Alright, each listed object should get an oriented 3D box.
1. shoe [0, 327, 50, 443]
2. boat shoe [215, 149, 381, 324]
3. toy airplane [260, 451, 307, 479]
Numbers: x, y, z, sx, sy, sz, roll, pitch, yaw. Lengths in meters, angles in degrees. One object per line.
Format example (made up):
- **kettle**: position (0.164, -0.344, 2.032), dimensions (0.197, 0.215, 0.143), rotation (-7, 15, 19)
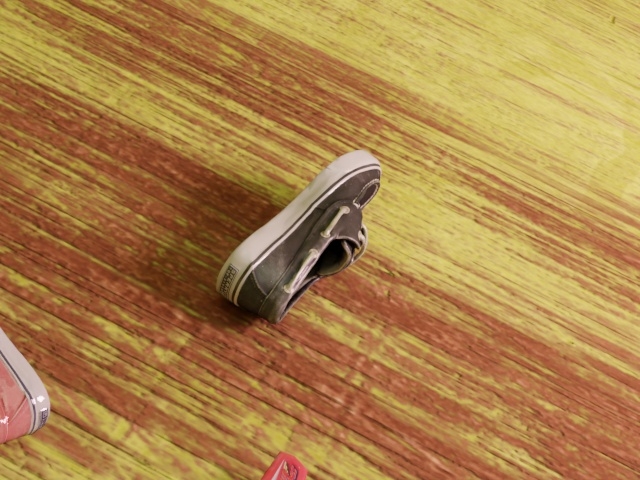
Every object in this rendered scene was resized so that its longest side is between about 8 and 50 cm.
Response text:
- **shoe**: position (-0.274, 0.077, 1.044), dimensions (0.178, 0.063, 0.081), rotation (46, 39, 21)
- **boat shoe**: position (0.000, 0.000, 1.266), dimensions (0.070, 0.077, 0.219), rotation (33, 48, 14)
- **toy airplane**: position (-0.020, 0.217, 1.034), dimensions (0.151, 0.028, 0.151), rotation (13, 41, -12)
